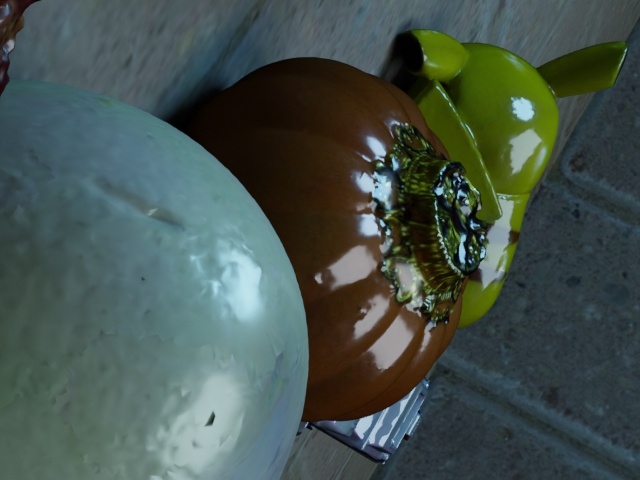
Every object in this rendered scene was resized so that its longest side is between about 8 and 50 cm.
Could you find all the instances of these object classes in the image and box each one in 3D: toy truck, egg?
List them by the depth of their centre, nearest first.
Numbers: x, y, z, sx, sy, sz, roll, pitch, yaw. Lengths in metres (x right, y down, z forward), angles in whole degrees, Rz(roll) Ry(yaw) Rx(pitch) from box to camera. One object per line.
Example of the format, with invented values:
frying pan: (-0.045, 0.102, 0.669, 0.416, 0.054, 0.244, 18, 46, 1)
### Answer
egg: (-0.090, 0.060, 0.534, 0.206, 0.161, 0.271, 44, 54, -65)
toy truck: (0.012, 0.122, 1.246, 0.124, 0.155, 0.268, -60, 167, -6)

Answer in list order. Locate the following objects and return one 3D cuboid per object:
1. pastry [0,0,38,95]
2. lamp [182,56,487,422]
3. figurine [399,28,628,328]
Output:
pastry: (-0.124, -0.089, 0.391, 0.208, 0.097, 0.115, -57, 157, -12)
lamp: (0.000, 0.000, 0.834, 0.223, 0.196, 0.223, 18, 69, -56)
figurine: (0.121, -0.064, 1.288, 0.169, 0.218, 0.327, 49, -54, 60)
